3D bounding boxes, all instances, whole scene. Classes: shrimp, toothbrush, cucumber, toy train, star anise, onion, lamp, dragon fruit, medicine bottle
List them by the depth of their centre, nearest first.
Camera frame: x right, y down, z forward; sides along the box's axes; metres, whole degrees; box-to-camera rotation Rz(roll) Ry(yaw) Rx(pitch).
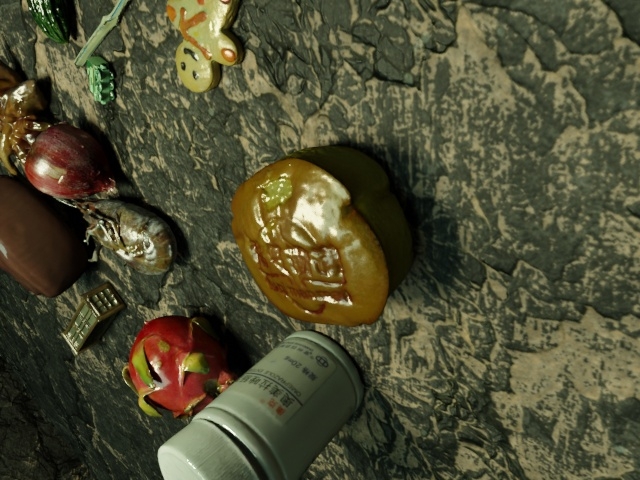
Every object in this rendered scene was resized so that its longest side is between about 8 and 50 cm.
[{"bbox_3d":[-0.092,0.317,0.876,0.190,0.332,0.190,21,127,30],"label":"medicine bottle"},{"bbox_3d":[-0.503,-0.487,0.927,0.077,0.077,0.265,26,129,27],"label":"cucumber"},{"bbox_3d":[-0.386,-0.379,0.928,0.294,0.026,0.028,-24,80,46],"label":"toothbrush"},{"bbox_3d":[-0.422,-0.306,0.999,0.053,0.033,0.083,40,135,22],"label":"toy train"},{"bbox_3d":[-0.513,-0.151,1.097,0.195,0.159,0.159,31,136,-8],"label":"onion"},{"bbox_3d":[-0.301,0.273,1.121,0.227,0.224,0.224,46,138,32],"label":"dragon fruit"},{"bbox_3d":[-0.448,-0.027,1.130,0.343,0.116,0.145,25,128,20],"label":"shrimp"},{"bbox_3d":[-0.714,-0.269,1.223,0.292,0.109,0.349,55,138,6],"label":"star anise"},{"bbox_3d":[-0.656,0.230,1.492,0.089,0.090,0.325,53,136,3],"label":"lamp"}]

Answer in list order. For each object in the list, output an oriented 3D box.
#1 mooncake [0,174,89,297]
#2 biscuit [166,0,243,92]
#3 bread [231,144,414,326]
[{"bbox_3d":[-0.770,-0.010,1.329,0.334,0.174,0.326,28,150,17],"label":"mooncake"},{"bbox_3d":[-0.172,-0.325,0.774,0.153,0.030,0.234,44,135,14],"label":"biscuit"},{"bbox_3d":[0.000,0.000,0.736,0.270,0.148,0.270,22,128,31],"label":"bread"}]
